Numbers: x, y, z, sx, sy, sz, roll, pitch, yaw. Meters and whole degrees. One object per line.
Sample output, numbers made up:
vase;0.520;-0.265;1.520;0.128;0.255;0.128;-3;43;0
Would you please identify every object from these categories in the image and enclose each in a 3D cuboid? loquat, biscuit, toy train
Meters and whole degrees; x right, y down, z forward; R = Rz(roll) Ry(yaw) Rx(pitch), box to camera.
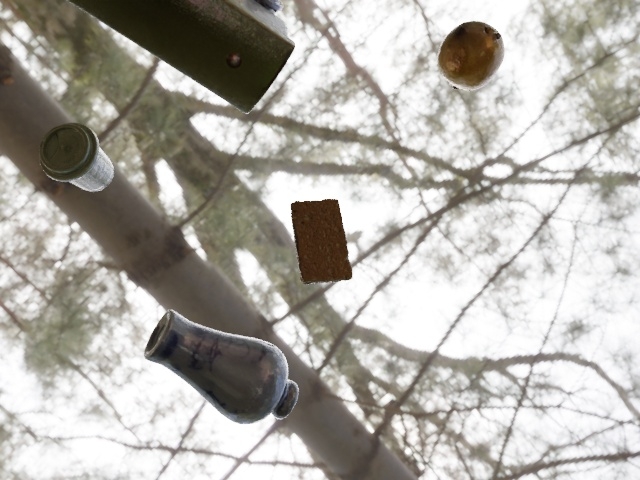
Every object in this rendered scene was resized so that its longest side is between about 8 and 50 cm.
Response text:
loquat;0.324;-0.398;1.737;0.163;0.137;0.163;-52;-156;35
biscuit;0.000;0.000;1.938;0.131;0.025;0.231;-3;-121;-9
toy train;-0.164;-0.304;1.007;0.131;0.300;0.202;-50;-158;24

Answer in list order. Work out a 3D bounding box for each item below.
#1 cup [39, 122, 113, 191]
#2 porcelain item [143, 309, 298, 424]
cup;-0.470;-0.153;1.568;0.120;0.141;0.120;-2;-109;7
porcelain item;-0.155;0.210;1.311;0.141;0.259;0.141;-47;-155;29
